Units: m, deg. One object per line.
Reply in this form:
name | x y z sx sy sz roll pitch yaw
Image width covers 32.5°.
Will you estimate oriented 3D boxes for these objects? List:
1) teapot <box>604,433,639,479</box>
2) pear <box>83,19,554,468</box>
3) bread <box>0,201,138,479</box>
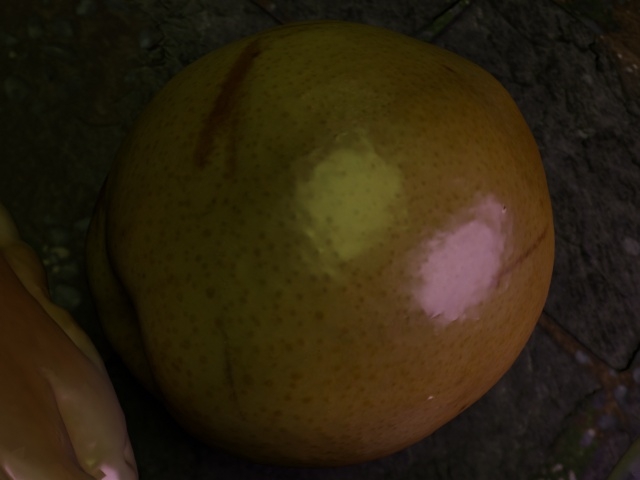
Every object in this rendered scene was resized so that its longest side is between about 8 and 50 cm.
teapot | 0.177 0.263 0.644 0.252 0.280 0.424 33 47 -1
pear | 0.000 0.000 0.740 0.314 0.314 0.314 9 59 -15
bread | -0.247 0.069 0.579 0.245 0.329 0.424 -22 59 -29
